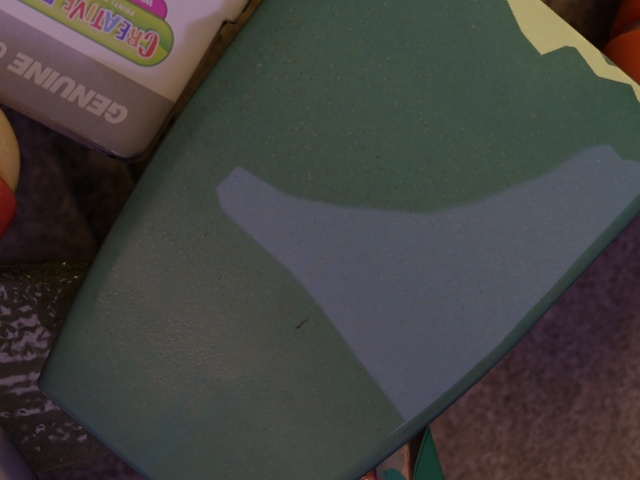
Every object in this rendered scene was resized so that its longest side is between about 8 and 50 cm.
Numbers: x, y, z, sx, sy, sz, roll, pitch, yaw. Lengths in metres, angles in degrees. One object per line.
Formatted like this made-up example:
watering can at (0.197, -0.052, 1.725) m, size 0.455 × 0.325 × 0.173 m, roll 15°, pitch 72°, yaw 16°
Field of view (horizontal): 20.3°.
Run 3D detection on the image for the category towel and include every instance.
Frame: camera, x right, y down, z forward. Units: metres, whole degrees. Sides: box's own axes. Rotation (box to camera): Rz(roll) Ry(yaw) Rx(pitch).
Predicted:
towel at (-0.170, 0.064, 0.826) m, size 0.148 × 0.027 × 0.110 m, roll -7°, pitch 111°, yaw -15°

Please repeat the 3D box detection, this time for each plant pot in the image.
plant pot at (0.000, 0.000, 0.734) m, size 0.165 × 0.166 × 0.234 m, roll 40°, pitch 88°, yaw -3°

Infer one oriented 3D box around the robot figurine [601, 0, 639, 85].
robot figurine at (0.204, -0.100, 0.820) m, size 0.128 × 0.158 × 0.219 m, roll 33°, pitch 73°, yaw -20°

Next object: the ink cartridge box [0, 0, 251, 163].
ink cartridge box at (-0.140, -0.220, 0.669) m, size 0.309 × 0.130 × 0.272 m, roll 28°, pitch 98°, yaw -22°

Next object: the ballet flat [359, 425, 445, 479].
ballet flat at (0.017, 0.102, 0.887) m, size 0.077 × 0.091 × 0.241 m, roll -10°, pitch 111°, yaw 18°

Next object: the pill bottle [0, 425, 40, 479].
pill bottle at (-0.170, 0.171, 0.755) m, size 0.160 × 0.160 × 0.283 m, roll -31°, pitch 110°, yaw -6°

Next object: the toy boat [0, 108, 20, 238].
toy boat at (-0.229, -0.003, 0.664) m, size 0.151 × 0.231 × 0.151 m, roll 35°, pitch 64°, yaw -38°
